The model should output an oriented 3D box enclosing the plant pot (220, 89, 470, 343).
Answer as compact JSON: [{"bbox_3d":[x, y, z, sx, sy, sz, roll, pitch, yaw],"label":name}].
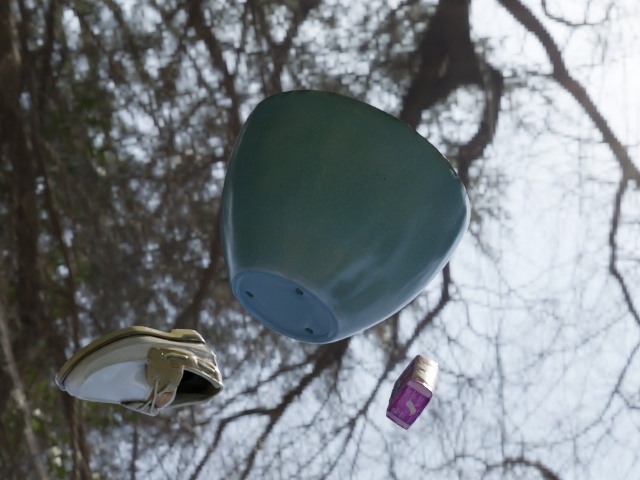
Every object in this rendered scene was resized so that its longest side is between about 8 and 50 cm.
[{"bbox_3d":[0.000,0.000,1.314,0.290,0.290,0.195,10,-125,29],"label":"plant pot"}]

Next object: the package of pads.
[{"bbox_3d":[0.092,0.149,1.148,0.032,0.050,0.083,33,-164,1],"label":"package of pads"}]

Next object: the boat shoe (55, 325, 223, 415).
[{"bbox_3d":[-0.251,0.197,1.701,0.103,0.113,0.302,49,-154,23],"label":"boat shoe"}]
